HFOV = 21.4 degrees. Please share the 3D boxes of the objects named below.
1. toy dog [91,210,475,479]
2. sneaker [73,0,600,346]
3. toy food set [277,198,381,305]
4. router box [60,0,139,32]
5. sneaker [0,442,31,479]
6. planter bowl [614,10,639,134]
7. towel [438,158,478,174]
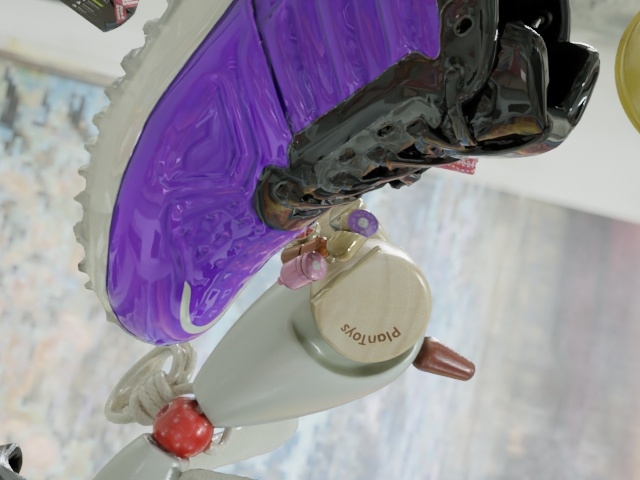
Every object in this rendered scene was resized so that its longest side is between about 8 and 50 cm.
[{"bbox_3d":[-0.019,0.125,1.240,0.333,0.161,0.220,-41,-162,28],"label":"toy dog"},{"bbox_3d":[0.020,-0.060,0.634,0.293,0.146,0.102,-61,161,20],"label":"sneaker"},{"bbox_3d":[0.000,0.000,1.114,0.078,0.019,0.122,-40,-160,2],"label":"toy food set"},{"bbox_3d":[-0.175,-0.219,1.196,0.038,0.122,0.092,-23,-137,41],"label":"router box"},{"bbox_3d":[-0.211,0.211,1.215,0.188,0.078,0.067,51,-28,40],"label":"sneaker"},{"bbox_3d":[0.334,-0.151,1.273,0.090,0.217,0.217,84,18,-57],"label":"planter bowl"},{"bbox_3d":[0.058,-0.124,1.545,0.275,0.198,0.031,87,8,-70],"label":"towel"}]
